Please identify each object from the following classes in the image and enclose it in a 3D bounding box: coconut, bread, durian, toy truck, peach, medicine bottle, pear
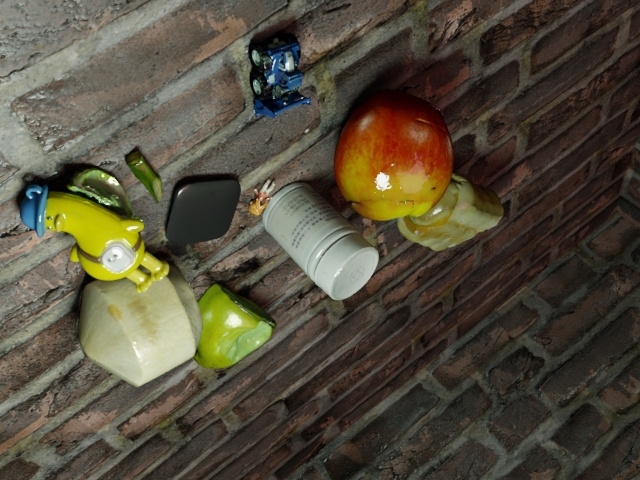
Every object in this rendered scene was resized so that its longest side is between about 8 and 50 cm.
[{"bbox_3d":[-0.464,0.214,1.821,0.322,0.323,0.323,-29,145,-23],"label":"coconut"},{"bbox_3d":[0.424,-0.117,2.507,0.341,0.210,0.300,11,142,-45],"label":"bread"},{"bbox_3d":[-0.486,-0.094,1.612,0.086,0.100,0.215,-46,141,9],"label":"durian"},{"bbox_3d":[-0.093,-0.376,1.708,0.113,0.126,0.208,-27,145,-25],"label":"toy truck"},{"bbox_3d":[0.206,-0.239,2.029,0.370,0.370,0.370,-29,145,-23],"label":"peach"},{"bbox_3d":[0.000,0.000,2.043,0.189,0.332,0.190,-29,145,-23],"label":"medicine bottle"},{"bbox_3d":[-0.290,0.286,2.215,0.292,0.159,0.292,-28,146,-21],"label":"pear"}]

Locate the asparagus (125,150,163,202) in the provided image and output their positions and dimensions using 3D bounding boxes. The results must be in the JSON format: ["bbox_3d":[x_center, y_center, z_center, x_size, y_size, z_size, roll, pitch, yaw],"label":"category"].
[{"bbox_3d":[-0.406,-0.145,1.702,0.045,0.041,0.178,-32,148,-5],"label":"asparagus"}]

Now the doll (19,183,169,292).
[{"bbox_3d":[-0.497,-0.014,1.597,0.199,0.145,0.363,-34,129,18],"label":"doll"}]

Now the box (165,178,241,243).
[{"bbox_3d":[-0.307,-0.079,1.885,0.212,0.042,0.201,-12,135,-42],"label":"box"}]

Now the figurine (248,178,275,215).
[{"bbox_3d":[-0.163,-0.120,2.002,0.064,0.047,0.109,27,100,-27],"label":"figurine"}]
